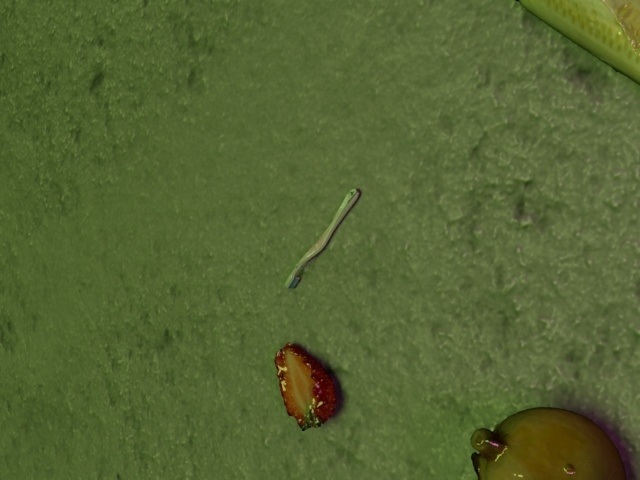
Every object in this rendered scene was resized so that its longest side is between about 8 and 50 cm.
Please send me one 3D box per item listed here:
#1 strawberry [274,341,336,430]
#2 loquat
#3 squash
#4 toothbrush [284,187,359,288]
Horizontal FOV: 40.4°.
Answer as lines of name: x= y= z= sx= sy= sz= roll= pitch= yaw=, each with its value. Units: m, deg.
strawberry: x=-0.021 y=0.219 z=1.321 sx=0.104 sy=0.048 sz=0.152 roll=-55 pitch=42 yaw=36
loquat: x=0.250 y=0.270 z=0.985 sx=0.172 sy=0.205 sz=0.149 roll=-63 pitch=13 yaw=-14
squash: x=0.335 y=-0.284 z=0.956 sx=0.093 sy=0.169 sz=0.252 roll=-34 pitch=56 yaw=-13
toothbrush: x=0.000 y=0.000 z=1.318 sx=0.204 sy=0.022 sz=0.017 roll=-55 pitch=40 yaw=26
